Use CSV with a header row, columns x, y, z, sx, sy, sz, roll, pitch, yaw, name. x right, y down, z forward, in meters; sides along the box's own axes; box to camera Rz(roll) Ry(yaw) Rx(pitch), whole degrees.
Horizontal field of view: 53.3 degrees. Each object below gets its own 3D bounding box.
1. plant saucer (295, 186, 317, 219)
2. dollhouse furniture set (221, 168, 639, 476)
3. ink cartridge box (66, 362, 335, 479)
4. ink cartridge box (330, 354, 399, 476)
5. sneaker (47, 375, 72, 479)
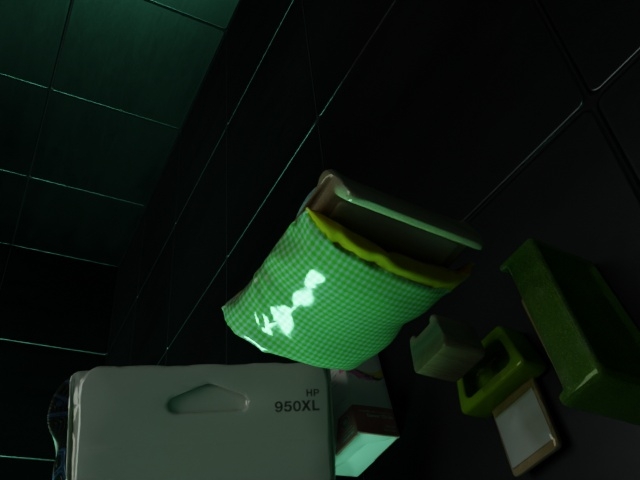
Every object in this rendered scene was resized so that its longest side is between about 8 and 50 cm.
x,y,z,sx,sy,sz,roll,pitch,yaw,name
0.000,0.000,1.095,0.195,0.037,0.195,-43,40,51,plant saucer
0.092,0.093,0.530,0.197,0.301,0.151,-54,29,33,dollhouse furniture set
-0.158,0.264,0.853,0.395,0.285,0.166,123,145,-70,ink cartridge box
0.032,0.205,0.880,0.115,0.067,0.198,-56,32,37,ink cartridge box
-0.366,0.303,0.964,0.081,0.080,0.211,104,162,-54,sneaker
